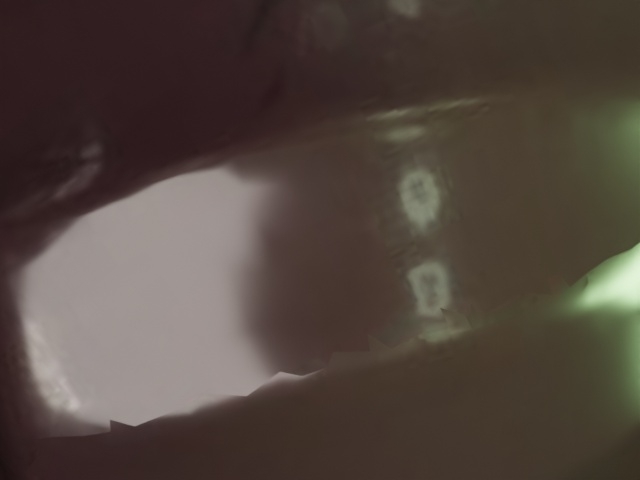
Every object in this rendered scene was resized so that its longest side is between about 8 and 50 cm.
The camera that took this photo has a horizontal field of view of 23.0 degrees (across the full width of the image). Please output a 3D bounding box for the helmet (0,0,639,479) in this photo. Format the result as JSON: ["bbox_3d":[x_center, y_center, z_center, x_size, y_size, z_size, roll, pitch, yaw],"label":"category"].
[{"bbox_3d":[0.000,0.000,0.430,0.338,0.197,0.271,-19,109,-31],"label":"helmet"}]
